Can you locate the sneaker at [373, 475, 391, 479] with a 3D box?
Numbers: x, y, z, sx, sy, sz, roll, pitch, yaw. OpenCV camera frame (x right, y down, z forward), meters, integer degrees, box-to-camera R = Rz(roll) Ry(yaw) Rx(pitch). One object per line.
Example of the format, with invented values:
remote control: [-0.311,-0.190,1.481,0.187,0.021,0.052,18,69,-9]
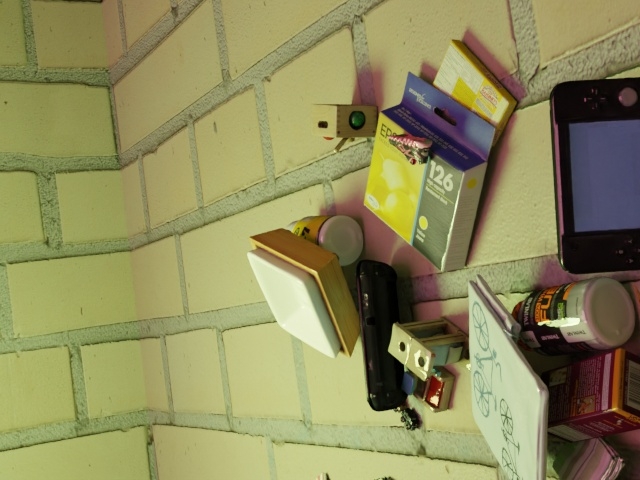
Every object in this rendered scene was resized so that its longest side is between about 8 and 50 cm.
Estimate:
sneaker: [0.150,0.558,2.047,0.109,0.040,0.044,-31,65,56]

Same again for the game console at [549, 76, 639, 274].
game console: [0.481,-0.099,1.292,0.173,0.250,0.293,-170,76,-85]

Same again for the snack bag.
snack bag: [0.326,0.274,1.553,0.342,0.037,0.323,-113,14,-61]

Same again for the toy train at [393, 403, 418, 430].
toy train: [0.169,0.356,2.000,0.158,0.027,0.036,53,133,41]

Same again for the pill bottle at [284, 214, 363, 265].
pill bottle: [0.000,0.000,2.145,0.208,0.119,0.119,0,94,59]

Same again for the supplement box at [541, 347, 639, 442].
supplement box: [0.441,0.253,1.449,0.188,0.080,0.104,-35,35,55]

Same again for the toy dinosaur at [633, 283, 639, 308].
toy dinosaur: [0.535,0.172,1.352,0.211,0.064,0.112,41,111,38]

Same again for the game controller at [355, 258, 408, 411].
game controller: [0.131,0.200,1.915,0.067,0.166,0.319,-7,81,18]

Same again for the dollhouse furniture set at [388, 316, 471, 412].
dollhouse furniture set: [0.218,0.269,1.807,0.129,0.129,0.184,37,124,51]

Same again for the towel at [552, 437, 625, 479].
towel: [0.434,0.368,1.482,0.113,0.023,0.152,-63,15,11]

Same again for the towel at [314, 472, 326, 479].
towel: [-0.017,0.706,2.331,0.197,0.029,0.144,121,152,-44]

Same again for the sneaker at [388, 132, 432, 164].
sneaker: [0.172,-0.177,1.760,0.119,0.047,0.057,28,127,56]

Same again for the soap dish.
soap dish: [-0.030,0.117,2.079,0.229,0.118,0.291,26,148,41]

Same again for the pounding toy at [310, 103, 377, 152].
pounding toy: [0.051,-0.253,2.012,0.141,0.130,0.100,17,109,57]

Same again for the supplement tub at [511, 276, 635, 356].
supplement tub: [0.409,0.129,1.484,0.190,0.117,0.117,-22,75,57]

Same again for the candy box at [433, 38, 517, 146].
candy box: [0.289,-0.282,1.711,0.206,0.027,0.105,59,141,36]

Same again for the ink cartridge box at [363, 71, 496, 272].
ink cartridge box: [0.208,-0.141,1.810,0.303,0.072,0.307,46,139,48]
